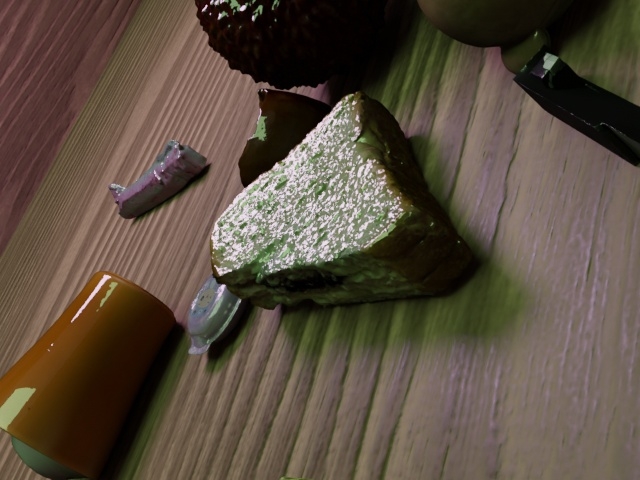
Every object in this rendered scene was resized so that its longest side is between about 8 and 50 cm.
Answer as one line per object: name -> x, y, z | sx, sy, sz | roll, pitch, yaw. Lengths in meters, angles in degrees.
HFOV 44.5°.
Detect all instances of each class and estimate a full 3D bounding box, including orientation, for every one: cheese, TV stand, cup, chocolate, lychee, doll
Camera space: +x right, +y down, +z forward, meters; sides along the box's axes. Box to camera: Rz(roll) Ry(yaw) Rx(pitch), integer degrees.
cheese -> -0.117, 0.057, 0.980 | 0.105, 0.042, 0.190 | -13, 48, 52
TV stand -> 0.224, -0.085, 0.564 | 0.040, 0.049, 0.256 | -49, 27, 12
cup -> -0.318, 0.188, 1.067 | 0.264, 0.182, 0.226 | -59, -5, -19
chocolate -> -0.048, -0.115, 0.969 | 0.127, 0.124, 0.133 | 18, 96, 46
lychee -> -0.038, -0.327, 1.014 | 0.264, 0.264, 0.300 | -51, -11, 12
doll -> 0.125, -0.313, 0.778 | 0.330, 0.174, 0.235 | 40, 138, 47

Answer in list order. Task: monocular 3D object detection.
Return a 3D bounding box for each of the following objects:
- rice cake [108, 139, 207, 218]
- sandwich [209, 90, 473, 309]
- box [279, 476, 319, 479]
rice cake -> -0.308, -0.108, 1.434 | 0.290, 0.081, 0.051 | -22, 30, 48
sandwich -> 0.004, 0.003, 0.777 | 0.254, 0.100, 0.288 | -42, 30, 14
box -> 0.043, 0.249, 0.500 | 0.311, 0.043, 0.173 | -16, 44, 51
